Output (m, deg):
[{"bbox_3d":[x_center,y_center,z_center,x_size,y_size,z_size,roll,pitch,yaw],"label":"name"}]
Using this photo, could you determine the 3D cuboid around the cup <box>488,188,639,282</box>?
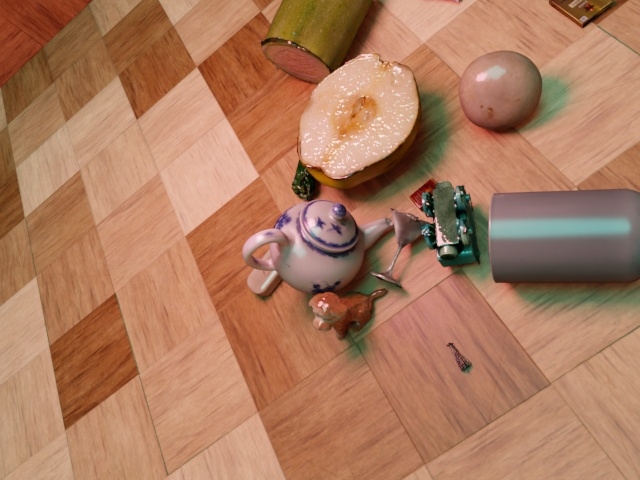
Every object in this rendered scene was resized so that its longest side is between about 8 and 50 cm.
[{"bbox_3d":[0.531,-0.006,1.099,0.312,0.205,0.205,0,70,27],"label":"cup"}]

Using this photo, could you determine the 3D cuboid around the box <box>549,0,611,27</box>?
[{"bbox_3d":[0.701,-0.642,1.383,0.090,0.023,0.133,-39,57,10],"label":"box"}]

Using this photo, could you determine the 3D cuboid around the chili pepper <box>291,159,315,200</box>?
[{"bbox_3d":[-0.035,-0.227,1.567,0.108,0.062,0.216,-37,41,59],"label":"chili pepper"}]

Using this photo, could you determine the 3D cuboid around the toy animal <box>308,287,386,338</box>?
[{"bbox_3d":[0.066,0.156,1.287,0.184,0.185,0.104,-39,56,8],"label":"toy animal"}]

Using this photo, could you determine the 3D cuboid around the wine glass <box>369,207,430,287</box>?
[{"bbox_3d":[0.201,0.023,1.321,0.122,0.122,0.183,25,88,33],"label":"wine glass"}]

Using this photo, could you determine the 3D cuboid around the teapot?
[{"bbox_3d":[0.000,0.000,1.320,0.252,0.424,0.280,66,147,27],"label":"teapot"}]

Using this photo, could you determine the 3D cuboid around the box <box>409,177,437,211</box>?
[{"bbox_3d":[0.288,-0.124,1.384,0.082,0.023,0.051,-40,58,8],"label":"box"}]

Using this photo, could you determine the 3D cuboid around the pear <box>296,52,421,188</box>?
[{"bbox_3d":[0.124,-0.308,1.446,0.340,0.191,0.386,32,86,30],"label":"pear"}]

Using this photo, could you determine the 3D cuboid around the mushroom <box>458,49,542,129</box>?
[{"bbox_3d":[0.465,-0.397,1.326,0.204,0.204,0.204,-11,65,24],"label":"mushroom"}]

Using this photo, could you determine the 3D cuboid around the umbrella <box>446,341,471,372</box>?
[{"bbox_3d":[0.326,0.275,1.202,0.031,0.020,0.083,-37,52,9],"label":"umbrella"}]

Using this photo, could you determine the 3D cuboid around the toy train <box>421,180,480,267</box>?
[{"bbox_3d":[0.320,-0.038,1.247,0.112,0.163,0.203,-9,64,25],"label":"toy train"}]

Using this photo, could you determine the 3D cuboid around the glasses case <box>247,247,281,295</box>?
[{"bbox_3d":[-0.136,0.074,1.508,0.083,0.050,0.196,36,88,32],"label":"glasses case"}]

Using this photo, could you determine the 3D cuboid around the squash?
[{"bbox_3d":[0.001,-0.718,1.641,0.263,0.263,0.384,19,80,32],"label":"squash"}]
